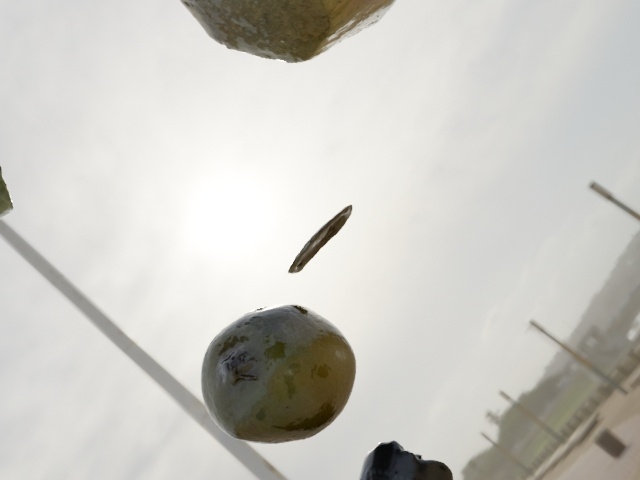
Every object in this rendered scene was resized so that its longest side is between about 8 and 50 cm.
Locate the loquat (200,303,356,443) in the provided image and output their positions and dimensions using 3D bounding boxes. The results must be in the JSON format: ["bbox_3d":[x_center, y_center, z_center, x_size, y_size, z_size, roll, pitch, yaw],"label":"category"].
[{"bbox_3d":[-0.038,0.135,0.917,0.152,0.152,0.195,-57,-25,14],"label":"loquat"}]

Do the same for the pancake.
[{"bbox_3d":[-0.001,-0.001,1.053,0.115,0.011,0.115,-46,-8,-9],"label":"pancake"}]

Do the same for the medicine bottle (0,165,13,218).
[{"bbox_3d":[-0.383,-0.061,0.831,0.143,0.147,0.147,-28,-27,-22],"label":"medicine bottle"}]

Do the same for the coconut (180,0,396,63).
[{"bbox_3d":[-0.032,-0.275,0.682,0.259,0.259,0.259,-45,-19,-21],"label":"coconut"}]

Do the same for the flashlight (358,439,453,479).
[{"bbox_3d":[0.033,0.406,0.850,0.103,0.103,0.424,86,-159,-64],"label":"flashlight"}]
